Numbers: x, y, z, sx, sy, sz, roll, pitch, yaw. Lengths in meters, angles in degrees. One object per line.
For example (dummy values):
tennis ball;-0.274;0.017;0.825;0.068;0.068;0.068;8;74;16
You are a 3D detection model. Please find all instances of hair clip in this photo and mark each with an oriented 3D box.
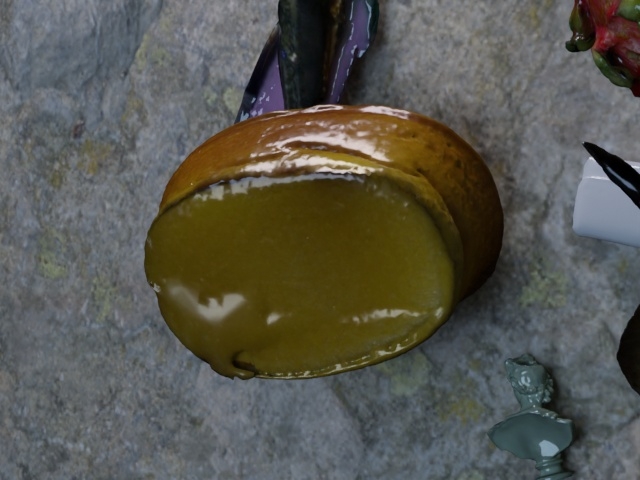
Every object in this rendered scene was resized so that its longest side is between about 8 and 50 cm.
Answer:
hair clip;-0.028;-0.067;1.524;0.110;0.095;0.359;10;112;1

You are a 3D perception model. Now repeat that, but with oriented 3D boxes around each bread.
bread;0.000;0.000;1.416;0.269;0.142;0.195;-9;111;22

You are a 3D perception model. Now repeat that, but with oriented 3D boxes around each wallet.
wallet;0.239;-0.023;1.332;0.122;0.025;0.061;12;95;38

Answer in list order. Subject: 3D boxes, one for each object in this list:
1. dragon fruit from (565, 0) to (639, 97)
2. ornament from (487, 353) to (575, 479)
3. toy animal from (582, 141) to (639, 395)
dragon fruit;0.230;-0.184;1.237;0.166;0.160;0.172;-14;104;16
ornament;0.160;0.136;1.396;0.068;0.041;0.092;14;101;35
toy animal;0.254;-0.001;1.220;0.197;0.160;0.272;39;108;-5
